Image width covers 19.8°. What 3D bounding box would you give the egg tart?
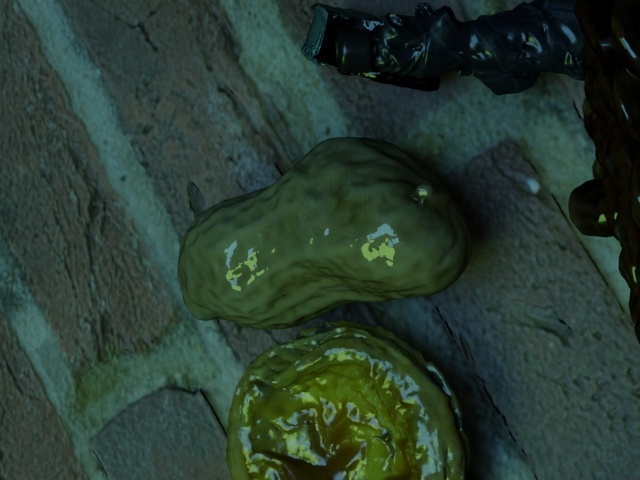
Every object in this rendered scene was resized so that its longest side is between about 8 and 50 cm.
[{"bbox_3d":[0.029,0.182,1.595,0.241,0.106,0.241,4,98,30],"label":"egg tart"}]

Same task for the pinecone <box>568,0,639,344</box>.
[{"bbox_3d":[0.341,-0.047,1.237,0.398,0.398,0.397,1,92,33],"label":"pinecone"}]

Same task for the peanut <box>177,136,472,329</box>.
[{"bbox_3d":[0.005,-0.007,1.590,0.291,0.159,0.143,-15,129,39],"label":"peanut"}]

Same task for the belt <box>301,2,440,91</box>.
[{"bbox_3d":[0.044,-0.164,1.573,0.140,0.105,0.058,24,103,45],"label":"belt"}]

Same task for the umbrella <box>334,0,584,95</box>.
[{"bbox_3d":[0.123,-0.157,1.494,0.224,0.071,0.080,-5,85,-6],"label":"umbrella"}]
